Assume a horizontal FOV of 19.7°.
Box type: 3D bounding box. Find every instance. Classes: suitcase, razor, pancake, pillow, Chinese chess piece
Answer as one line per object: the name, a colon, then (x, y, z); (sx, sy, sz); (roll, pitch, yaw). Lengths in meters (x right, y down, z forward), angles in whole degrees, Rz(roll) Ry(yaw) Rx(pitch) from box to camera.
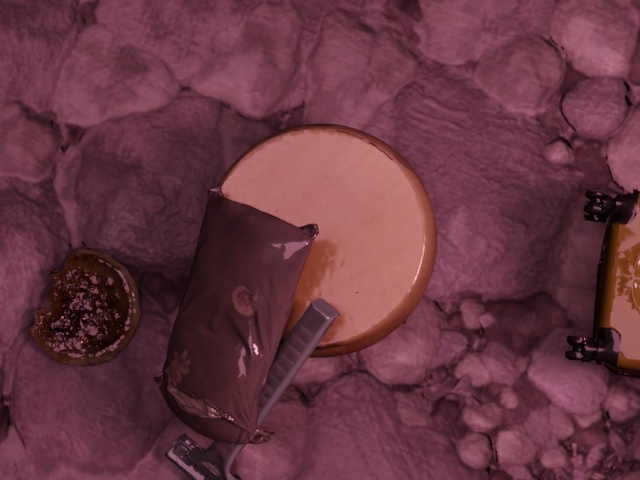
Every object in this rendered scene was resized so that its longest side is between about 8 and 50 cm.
suitcase: (0.378, 0.052, 1.882); (0.234, 0.143, 0.194); (7, 85, 9)
razor: (-0.064, 0.169, 1.913); (0.111, 0.056, 0.278); (39, 123, 10)
pancake: (-0.256, 0.076, 2.026); (0.116, 0.022, 0.129); (20, 92, 9)
pillow: (-0.097, 0.079, 1.876); (0.169, 0.059, 0.255); (26, 107, 39)
Chinese chess piece: (0.000, 0.000, 1.961); (0.250, 0.097, 0.251); (-1, 85, 7)
